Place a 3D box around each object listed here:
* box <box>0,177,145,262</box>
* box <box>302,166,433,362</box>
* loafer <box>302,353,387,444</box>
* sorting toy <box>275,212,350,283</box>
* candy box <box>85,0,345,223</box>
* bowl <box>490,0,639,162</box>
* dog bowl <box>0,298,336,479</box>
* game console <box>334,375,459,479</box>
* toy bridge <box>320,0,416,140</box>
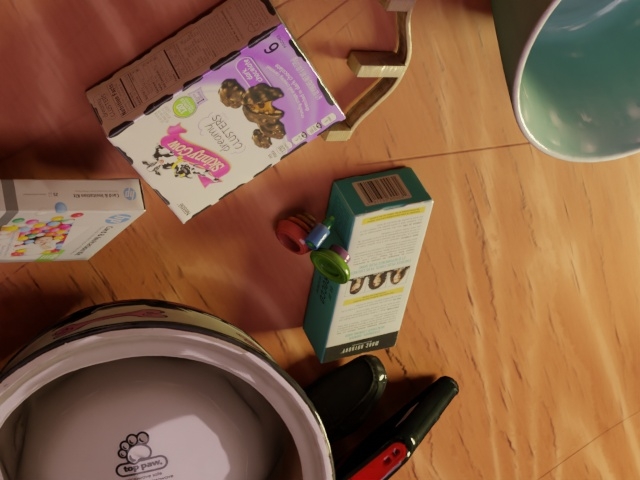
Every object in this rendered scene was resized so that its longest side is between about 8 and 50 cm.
[{"bbox_3d":[-0.281,-0.018,1.551,0.186,0.038,0.145,-2,161,-34],"label":"box"},{"bbox_3d":[0.051,0.031,1.855,0.100,0.060,0.244,-11,139,-23],"label":"box"},{"bbox_3d":[-0.009,0.220,2.018,0.223,0.076,0.078,-43,149,22],"label":"loafer"},{"bbox_3d":[0.000,0.000,1.768,0.042,0.102,0.061,-50,167,-24],"label":"sorting toy"},{"bbox_3d":[-0.098,-0.128,1.566,0.196,0.070,0.165,-33,143,4],"label":"candy box"},{"bbox_3d":[0.292,-0.245,1.619,0.311,0.163,0.311,-19,142,-16],"label":"bowl"},{"bbox_3d":[-0.193,0.243,1.748,0.408,0.150,0.408,-3,113,-7],"label":"dog bowl"},{"bbox_3d":[0.020,0.318,2.005,0.342,0.060,0.386,-40,177,14],"label":"game console"},{"bbox_3d":[0.058,-0.179,1.650,0.063,0.026,0.188,-3,135,-35],"label":"toy bridge"}]
